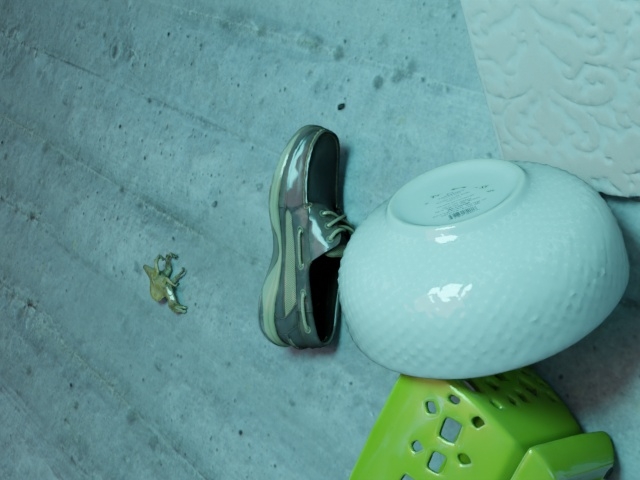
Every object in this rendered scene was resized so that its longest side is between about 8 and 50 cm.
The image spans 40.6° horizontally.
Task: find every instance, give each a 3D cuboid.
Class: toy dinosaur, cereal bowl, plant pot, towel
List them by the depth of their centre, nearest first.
[{"bbox_3d":[0.319,-0.191,0.975,0.332,0.053,0.317,15,135,46],"label":"towel"},{"bbox_3d":[0.174,0.001,1.008,0.339,0.339,0.141,10,129,46],"label":"cereal bowl"},{"bbox_3d":[0.197,0.275,1.025,0.207,0.227,0.228,36,108,37],"label":"plant pot"},{"bbox_3d":[-0.315,0.069,1.690,0.183,0.053,0.093,42,114,41],"label":"toy dinosaur"}]

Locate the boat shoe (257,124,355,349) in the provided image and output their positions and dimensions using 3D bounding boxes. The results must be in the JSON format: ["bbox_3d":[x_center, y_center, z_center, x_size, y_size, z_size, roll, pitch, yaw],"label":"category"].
[{"bbox_3d":[0.000,0.000,1.352,0.130,0.132,0.355,12,100,36],"label":"boat shoe"}]
